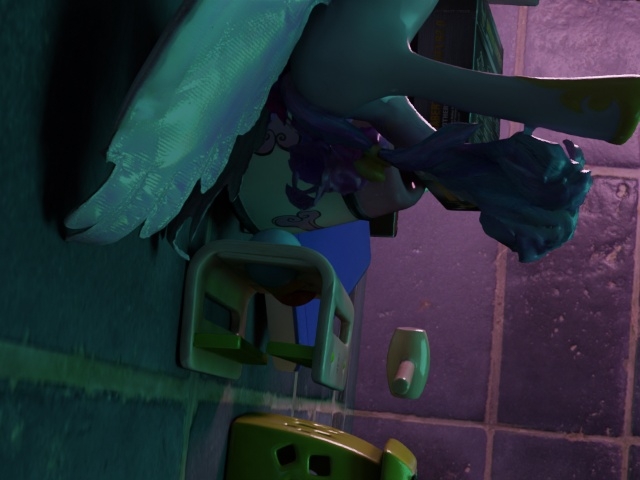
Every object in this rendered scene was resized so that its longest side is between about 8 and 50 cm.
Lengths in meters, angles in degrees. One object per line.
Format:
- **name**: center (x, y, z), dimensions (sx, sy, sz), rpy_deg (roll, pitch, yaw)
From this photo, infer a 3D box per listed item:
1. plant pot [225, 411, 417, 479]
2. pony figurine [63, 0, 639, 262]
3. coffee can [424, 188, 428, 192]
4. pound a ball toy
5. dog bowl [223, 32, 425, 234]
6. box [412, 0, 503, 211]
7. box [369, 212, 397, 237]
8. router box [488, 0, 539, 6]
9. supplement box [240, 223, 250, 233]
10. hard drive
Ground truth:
- **plant pot**: center (0.004, 0.323, 1.296), dimensions (0.228, 0.207, 0.227), rpy_deg (45, 50, -81)
- **pony figurine**: center (0.017, -0.127, 0.722), dimensions (0.303, 0.364, 0.351), rpy_deg (-168, -81, -89)
- **coffee can**: center (0.095, -0.228, 1.758), dimensions (0.201, 0.202, 0.275), rpy_deg (-73, 167, -64)
- **pound a ball toy**: center (0.002, 0.074, 1.077), dimensions (0.319, 0.208, 0.135), rpy_deg (56, 39, -79)
- **dog bowl**: center (0.023, -0.201, 1.055), dimensions (0.408, 0.150, 0.408), rpy_deg (3, 90, -75)
- **box**: center (0.137, -0.135, 1.099), dimensions (0.231, 0.056, 0.183), rpy_deg (27, 66, -74)
- **box**: center (0.085, -0.197, 2.001), dimensions (0.191, 0.143, 0.381), rpy_deg (-13, 110, -85)
- **router box**: center (0.103, -0.424, 1.198), dimensions (0.082, 0.301, 0.335), rpy_deg (-78, 172, -47)
- **supplement box**: center (-0.059, -0.054, 1.177), dimensions (0.055, 0.043, 0.083), rpy_deg (-77, 170, -57)
- **hard drive**: center (0.000, 0.000, 1.440), dimensions (0.318, 0.040, 0.210), rpy_deg (-51, 140, -61)
